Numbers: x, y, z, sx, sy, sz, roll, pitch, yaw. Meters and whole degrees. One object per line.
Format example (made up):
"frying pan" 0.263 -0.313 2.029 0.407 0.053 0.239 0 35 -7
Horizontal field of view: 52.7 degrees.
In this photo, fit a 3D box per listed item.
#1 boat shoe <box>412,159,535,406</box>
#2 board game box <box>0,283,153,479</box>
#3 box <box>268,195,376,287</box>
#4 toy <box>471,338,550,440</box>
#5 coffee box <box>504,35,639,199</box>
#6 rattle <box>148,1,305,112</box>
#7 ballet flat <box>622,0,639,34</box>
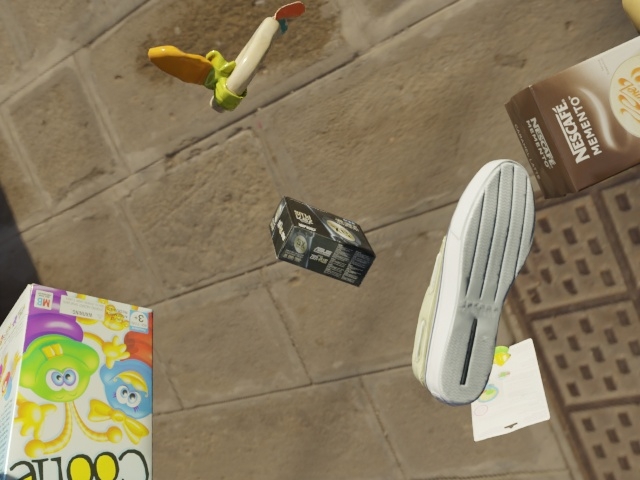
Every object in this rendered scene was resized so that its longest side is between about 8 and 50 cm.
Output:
"boat shoe" 0.174 0.046 0.791 0.094 0.109 0.302 10 82 65
"board game box" -0.265 0.208 0.664 0.144 0.142 0.275 -42 44 37
"box" 0.000 0.000 1.270 0.180 0.147 0.077 21 111 -19
"toy" 0.357 0.290 1.220 0.137 0.237 0.056 -26 112 20
"coffee box" 0.373 -0.163 0.785 0.247 0.098 0.141 -25 91 -2
"rattle" -0.129 -0.294 0.929 0.143 0.130 0.199 29 84 -2
"ballet flat" 0.339 -0.150 0.528 0.232 0.080 0.073 37 92 37
